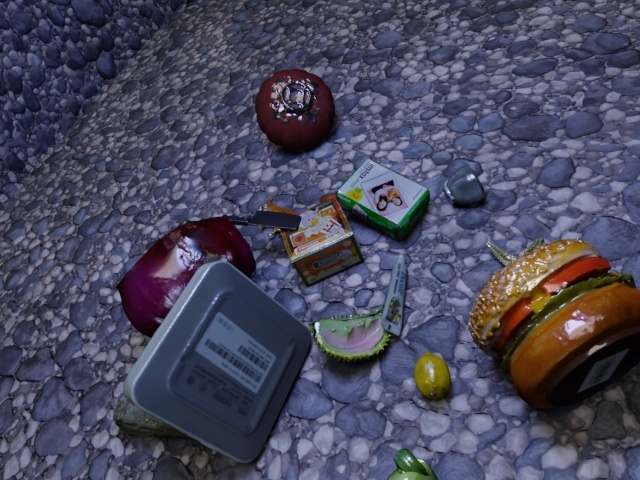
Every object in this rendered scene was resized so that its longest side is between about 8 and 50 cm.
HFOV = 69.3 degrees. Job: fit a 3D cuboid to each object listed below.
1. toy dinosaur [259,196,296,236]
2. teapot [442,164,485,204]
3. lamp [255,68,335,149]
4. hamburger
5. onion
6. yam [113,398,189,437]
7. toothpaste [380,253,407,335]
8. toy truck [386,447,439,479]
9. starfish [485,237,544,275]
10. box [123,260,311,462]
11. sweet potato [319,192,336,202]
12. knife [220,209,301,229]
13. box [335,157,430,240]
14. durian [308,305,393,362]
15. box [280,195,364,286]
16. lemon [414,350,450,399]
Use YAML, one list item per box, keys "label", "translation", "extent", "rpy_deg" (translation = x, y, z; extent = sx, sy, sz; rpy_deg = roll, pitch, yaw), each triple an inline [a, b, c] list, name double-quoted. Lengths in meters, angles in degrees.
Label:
- label: "toy dinosaur"
  translation: [-0.135, -0.084, 1.572]
  extent: [0.142, 0.057, 0.212]
  rpy_deg: [0, 54, 8]
- label: "teapot"
  translation: [0.415, -0.168, 1.377]
  extent: [0.108, 0.111, 0.149]
  rpy_deg: [-28, 52, 18]
- label: "lamp"
  translation: [-0.095, -0.493, 1.744]
  extent: [0.303, 0.257, 0.303]
  rpy_deg: [1, 83, -5]
- label: "hamburger"
  translation: [0.479, 0.162, 0.940]
  extent: [0.330, 0.330, 0.250]
  rpy_deg: [-28, 45, 0]
- label: "onion"
  translation: [-0.321, 0.168, 1.302]
  extent: [0.398, 0.398, 0.420]
  rpy_deg: [-37, 93, -9]
- label: "yam"
  translation: [-0.400, 0.451, 1.207]
  extent: [0.330, 0.133, 0.133]
  rpy_deg: [-11, 50, 21]
- label: "toothpaste"
  translation: [0.205, 0.137, 1.248]
  extent: [0.037, 0.067, 0.255]
  rpy_deg: [-37, 26, 45]
- label: "toy truck"
  translation: [0.181, 0.506, 0.871]
  extent: [0.148, 0.187, 0.210]
  rpy_deg: [-45, 50, -9]
- label: "starfish"
  translation: [0.522, 0.060, 1.185]
  extent: [0.217, 0.050, 0.223]
  rpy_deg: [-41, 60, -20]
- label: "box"
  translation: [-0.217, 0.287, 1.100]
  extent: [0.090, 0.367, 0.373]
  rpy_deg: [-11, 44, 48]
- label: "sweet potato"
  translation: [0.094, -0.127, 1.518]
  extent: [0.214, 0.050, 0.050]
  rpy_deg: [6, 55, 21]
- label: "knife"
  translation: [-0.178, -0.065, 1.379]
  extent: [0.245, 0.019, 0.072]
  rpy_deg: [6, 43, 13]
- label: "box"
  translation: [0.189, -0.126, 1.412]
  extent: [0.250, 0.103, 0.180]
  rpy_deg: [32, 69, 25]
- label: "durian"
  translation: [0.082, 0.247, 1.185]
  extent: [0.221, 0.095, 0.137]
  rpy_deg: [-11, 68, -15]
- label: "box"
  translation: [0.000, 0.000, 1.383]
  extent: [0.195, 0.148, 0.177]
  rpy_deg: [-24, 47, 3]
- label: "lemon"
  translation: [0.258, 0.311, 1.071]
  extent: [0.082, 0.082, 0.110]
  rpy_deg: [-9, 50, 16]
